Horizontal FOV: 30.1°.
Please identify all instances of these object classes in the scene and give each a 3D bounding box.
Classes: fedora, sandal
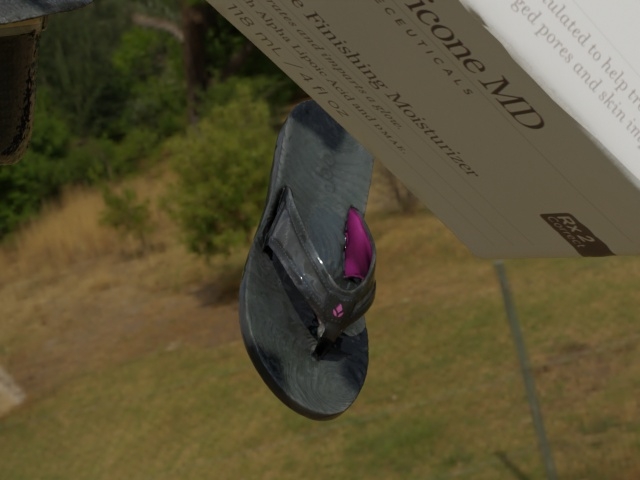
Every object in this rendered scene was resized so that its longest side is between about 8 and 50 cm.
[{"bbox_3d":[-0.339,-0.135,1.007,0.333,0.153,0.334,-3,13,1],"label":"fedora"},{"bbox_3d":[-0.002,-0.002,1.451,0.167,0.446,0.107,15,-34,-20],"label":"sandal"}]

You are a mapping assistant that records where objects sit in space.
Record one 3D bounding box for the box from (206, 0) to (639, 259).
[{"bbox_3d":[0.078,-0.115,0.432,0.119,0.181,0.182,-3,52,55],"label":"box"}]
